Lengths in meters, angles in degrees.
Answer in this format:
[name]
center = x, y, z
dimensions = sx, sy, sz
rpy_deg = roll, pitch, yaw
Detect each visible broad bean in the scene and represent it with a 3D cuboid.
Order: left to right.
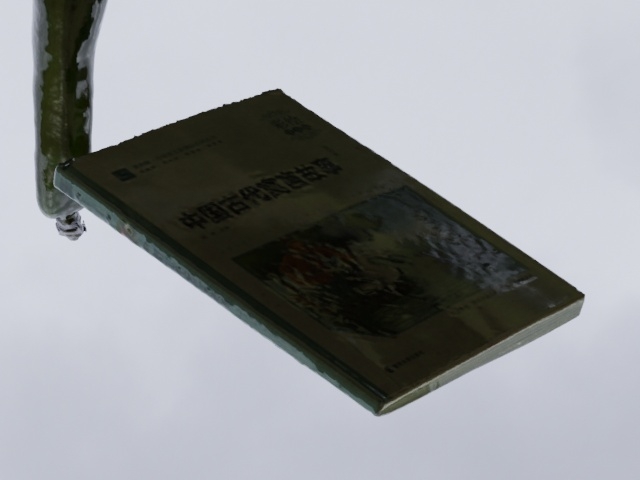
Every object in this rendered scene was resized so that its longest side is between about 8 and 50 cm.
[broad bean]
center = -0.175, -0.145, 1.315
dimensions = 0.056, 0.318, 0.098
rpy_deg = 4, -159, -7

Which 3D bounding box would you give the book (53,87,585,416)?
[book]
center = 0.000, 0.000, 1.185
dimensions = 0.283, 0.025, 0.215
rpy_deg = 34, -144, 28
